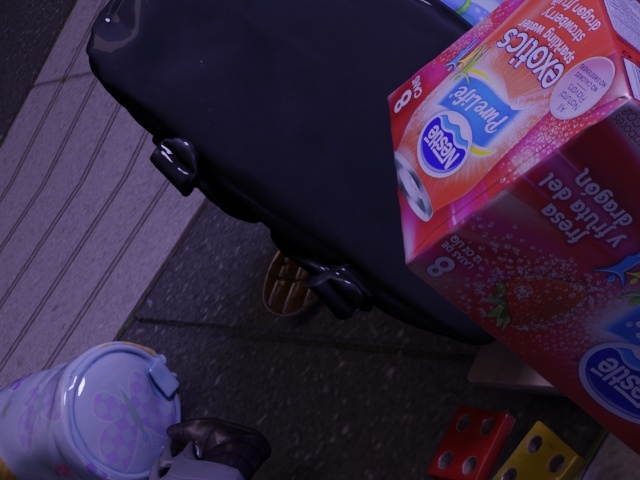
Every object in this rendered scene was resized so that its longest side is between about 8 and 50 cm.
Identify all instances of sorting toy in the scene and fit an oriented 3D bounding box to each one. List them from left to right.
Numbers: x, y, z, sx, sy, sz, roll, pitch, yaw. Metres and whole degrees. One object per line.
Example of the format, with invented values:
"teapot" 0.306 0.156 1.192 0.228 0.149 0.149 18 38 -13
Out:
"sorting toy" 0.162 0.045 0.900 0.132 0.046 0.274 -4 55 56

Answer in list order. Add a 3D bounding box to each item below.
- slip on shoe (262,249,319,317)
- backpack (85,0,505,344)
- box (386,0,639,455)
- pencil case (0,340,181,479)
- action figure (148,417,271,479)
"slip on shoe" 0.000 0.000 1.215 0.135 0.051 0.041 -65 -11 -5
"backpack" 0.037 -0.098 1.008 0.273 0.290 0.355 -54 -3 -2
"box" 0.160 0.008 0.716 0.123 0.257 0.128 -37 32 25
"pencil case" -0.231 0.162 1.312 0.273 0.113 0.124 -22 32 46
"action figure" -0.110 0.248 0.986 0.099 0.185 0.285 2 37 18
